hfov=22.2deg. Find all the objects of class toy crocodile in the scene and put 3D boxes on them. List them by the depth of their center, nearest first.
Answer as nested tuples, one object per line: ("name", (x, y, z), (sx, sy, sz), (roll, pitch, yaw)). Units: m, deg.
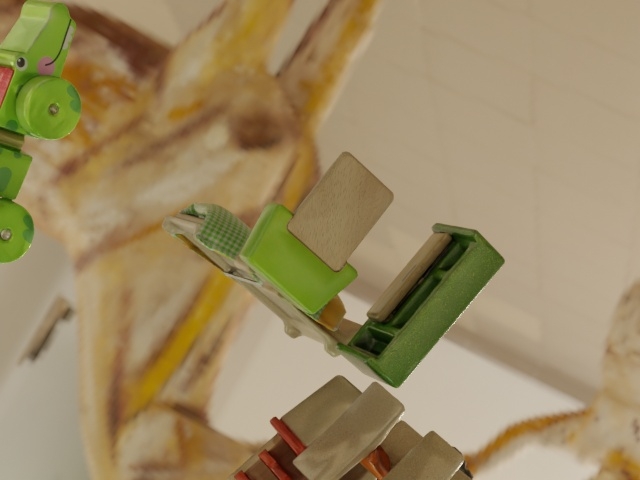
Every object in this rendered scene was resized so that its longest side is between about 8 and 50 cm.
("toy crocodile", (-0.339, -0.089, 1.674), (0.105, 0.341, 0.115), (20, -179, -41))

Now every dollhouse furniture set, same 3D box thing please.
("dollhouse furniture set", (0.052, 0.236, 1.329), (0.259, 0.135, 0.262), (38, 167, 47))
("dollhouse furniture set", (0.000, 0.000, 1.523), (0.197, 0.151, 0.301), (42, 171, -17))

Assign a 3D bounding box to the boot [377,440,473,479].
("boot", (-0.017, 0.330, 1.593), (0.260, 0.348, 0.131), (-17, 116, 41))
